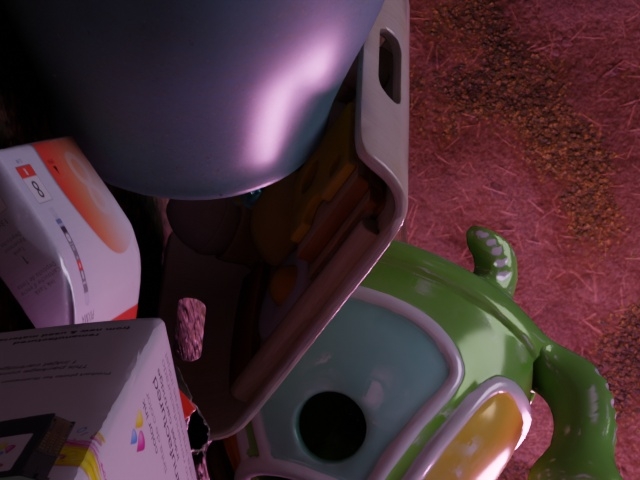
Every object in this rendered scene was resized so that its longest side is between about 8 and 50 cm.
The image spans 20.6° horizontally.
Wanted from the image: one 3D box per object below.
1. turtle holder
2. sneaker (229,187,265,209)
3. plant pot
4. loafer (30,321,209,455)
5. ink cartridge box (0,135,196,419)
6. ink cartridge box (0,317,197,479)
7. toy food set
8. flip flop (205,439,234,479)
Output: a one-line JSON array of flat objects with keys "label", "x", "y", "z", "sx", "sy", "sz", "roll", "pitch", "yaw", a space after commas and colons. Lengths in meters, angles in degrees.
[{"label": "turtle holder", "x": 0.064, "y": 0.135, "z": 1.390, "sx": 0.243, "sy": 0.320, "sz": 0.227, "roll": -44, "pitch": -161, "yaw": 56}, {"label": "sneaker", "x": -0.045, "y": -0.040, "z": 1.468, "sx": 0.110, "sy": 0.107, "sz": 0.275, "roll": -107, "pitch": -169, "yaw": -46}, {"label": "plant pot", "x": -0.074, "y": -0.174, "z": 1.043, "sx": 0.271, "sy": 0.272, "sz": 0.255, "roll": -87, "pitch": -179, "yaw": -48}, {"label": "loafer", "x": -0.119, "y": 0.091, "z": 1.075, "sx": 0.220, "sy": 0.078, "sz": 0.080, "roll": 58, "pitch": 27, "yaw": -71}, {"label": "ink cartridge box", "x": -0.123, "y": 0.027, "z": 0.976, "sx": 0.179, "sy": 0.045, "sz": 0.145, "roll": 52, "pitch": 10, "yaw": 0}, {"label": "ink cartridge box", "x": -0.131, "y": 0.181, "z": 0.790, "sx": 0.278, "sy": 0.117, "sz": 0.201, "roll": -71, "pitch": 153, "yaw": -70}, {"label": "toy food set", "x": -0.036, "y": -0.028, "z": 1.238, "sx": 0.306, "sy": 0.092, "sz": 0.219, "roll": -53, "pitch": -158, "yaw": 36}, {"label": "flip flop", "x": -0.035, "y": 0.289, "z": 1.443, "sx": 0.112, "sy": 0.080, "sz": 0.277, "roll": -21, "pitch": 87, "yaw": -63}]
